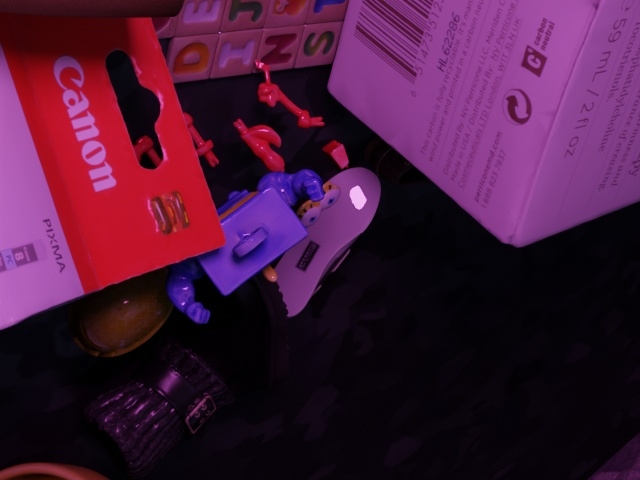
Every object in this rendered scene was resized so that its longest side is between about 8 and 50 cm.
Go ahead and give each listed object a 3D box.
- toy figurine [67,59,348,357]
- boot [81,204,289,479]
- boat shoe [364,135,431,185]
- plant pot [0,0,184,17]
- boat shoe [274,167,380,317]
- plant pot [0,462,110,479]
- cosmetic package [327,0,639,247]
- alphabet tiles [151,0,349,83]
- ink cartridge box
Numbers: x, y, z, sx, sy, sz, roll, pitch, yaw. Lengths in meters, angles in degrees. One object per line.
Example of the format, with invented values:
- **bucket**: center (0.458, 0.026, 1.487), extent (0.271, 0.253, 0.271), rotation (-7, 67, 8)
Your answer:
- **toy figurine**: center (-0.122, -0.015, 1.335), extent (0.362, 0.217, 0.191), rotation (-35, 107, -6)
- **boot**: center (-0.173, 0.136, 1.572), extent (0.260, 0.131, 0.348), rotation (-30, 143, -19)
- **boat shoe**: center (0.152, -0.105, 1.696), extent (0.207, 0.073, 0.073), rotation (-13, 133, -38)
- **plant pot**: center (-0.255, -0.273, 1.021), extent (0.254, 0.237, 0.237), rotation (-13, 136, -17)
- **boat shoe**: center (0.000, 0.000, 1.663), extent (0.219, 0.078, 0.070), rotation (-54, 177, 4)
- **plant pot**: center (-0.309, 0.410, 1.641), extent (0.254, 0.254, 0.239), rotation (-47, 159, 4)
- **cosmetic package**: center (0.281, -0.252, 1.442), extent (0.393, 0.327, 0.329), rotation (-18, 137, -36)
- **alphabet tiles**: center (-0.043, -0.297, 1.361), extent (0.342, 0.011, 0.285), rotation (-12, 134, -36)
- **ink cartridge box**: center (-0.278, -0.085, 1.119), extent (0.385, 0.308, 0.091), rotation (-19, -178, -28)
